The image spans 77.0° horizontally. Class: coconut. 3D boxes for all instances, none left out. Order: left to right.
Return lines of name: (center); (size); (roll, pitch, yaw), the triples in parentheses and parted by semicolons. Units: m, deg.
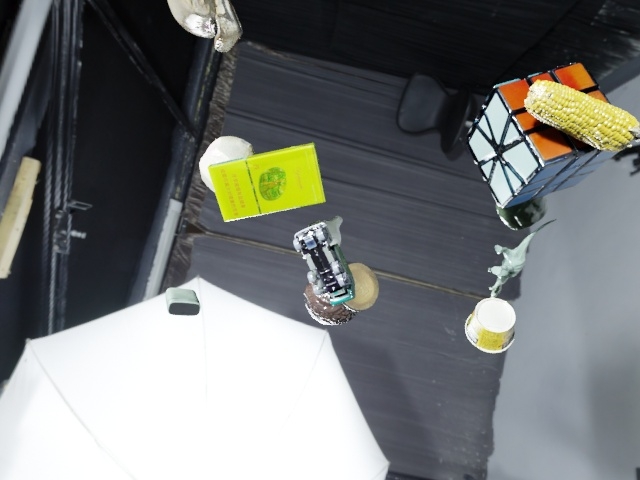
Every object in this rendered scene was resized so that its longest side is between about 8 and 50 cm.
coconut: (-0.356, -0.303, 1.609); (0.230, 0.227, 0.227); (-47, 19, 31)

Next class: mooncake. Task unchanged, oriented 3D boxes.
mooncake: (0.752, -0.130, 1.511); (0.175, 0.104, 0.168); (-55, 22, -6)

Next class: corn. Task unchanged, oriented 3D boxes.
corn: (0.622, -0.295, 0.964); (0.106, 0.293, 0.106); (-162, 90, -84)

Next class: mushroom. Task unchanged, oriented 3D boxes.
mushroom: (-0.348, -0.622, 1.081); (0.173, 0.162, 0.236); (-30, -79, -45)

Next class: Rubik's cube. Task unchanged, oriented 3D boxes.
Rubik's cube: (0.648, -0.301, 1.195); (0.288, 0.283, 0.294); (84, 170, -73)

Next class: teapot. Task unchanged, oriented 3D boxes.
teapot: (0.000, 0.000, 1.559); (0.226, 0.145, 0.092); (-44, 3, 27)

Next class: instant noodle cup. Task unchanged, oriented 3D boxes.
instant noodle cup: (0.533, 0.255, 1.252); (0.122, 0.151, 0.151); (70, -155, -49)

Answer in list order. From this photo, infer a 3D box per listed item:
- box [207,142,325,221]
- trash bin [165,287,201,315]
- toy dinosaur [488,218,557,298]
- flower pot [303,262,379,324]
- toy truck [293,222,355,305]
box: (-0.163, -0.179, 1.260); (0.047, 0.334, 0.187); (-91, -10, -66)
trash bin: (-0.514, 0.228, 1.500); (0.130, 0.116, 0.059); (34, 111, 61)
toy dinosaur: (0.718, 0.063, 1.503); (0.092, 0.205, 0.393); (51, 120, 44)
flower pot: (0.093, 0.210, 1.672); (0.267, 0.266, 0.267); (-34, 40, 61)
toy truck: (0.021, 0.072, 1.222); (0.253, 0.114, 0.124); (65, -160, -4)
